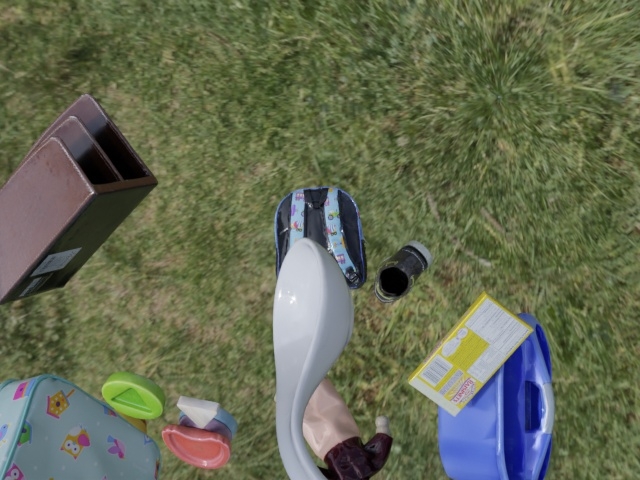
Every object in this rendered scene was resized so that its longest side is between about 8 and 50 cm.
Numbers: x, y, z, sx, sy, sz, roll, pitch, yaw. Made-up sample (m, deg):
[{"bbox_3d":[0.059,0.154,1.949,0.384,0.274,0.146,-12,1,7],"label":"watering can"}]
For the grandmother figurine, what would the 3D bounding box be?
[{"bbox_3d":[0.047,0.402,1.684,0.208,0.104,0.342,-30,54,-3],"label":"grandmother figurine"}]

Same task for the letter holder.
[{"bbox_3d":[-0.453,-0.076,1.438,0.302,0.152,0.214,-42,79,28],"label":"letter holder"}]

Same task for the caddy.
[{"bbox_3d":[0.346,0.304,1.625,0.179,0.241,0.341,-3,85,34],"label":"caddy"}]

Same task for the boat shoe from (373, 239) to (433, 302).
[{"bbox_3d":[0.141,0.073,1.690,0.081,0.228,0.069,44,63,7],"label":"boat shoe"}]

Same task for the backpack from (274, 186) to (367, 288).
[{"bbox_3d":[0.000,0.000,1.487,0.158,0.117,0.173,-5,86,8],"label":"backpack"}]

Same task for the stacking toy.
[{"bbox_3d":[-0.319,0.345,1.869,0.309,0.130,0.279,15,138,3],"label":"stacking toy"}]

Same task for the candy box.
[{"bbox_3d":[0.252,0.193,1.488,0.105,0.027,0.206,36,104,-11],"label":"candy box"}]

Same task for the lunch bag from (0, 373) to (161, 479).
[{"bbox_3d":[-0.341,0.316,1.140,0.108,0.224,0.279,-9,141,31],"label":"lunch bag"}]

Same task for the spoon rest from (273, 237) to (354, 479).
[{"bbox_3d":[-0.005,0.122,0.801,0.084,0.276,0.137,2,143,-25],"label":"spoon rest"}]
